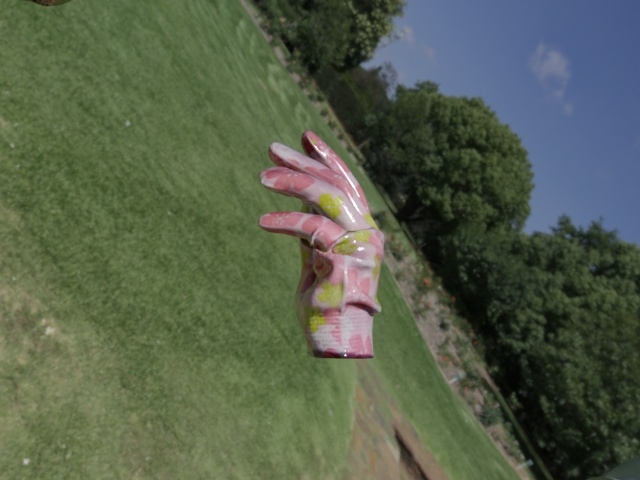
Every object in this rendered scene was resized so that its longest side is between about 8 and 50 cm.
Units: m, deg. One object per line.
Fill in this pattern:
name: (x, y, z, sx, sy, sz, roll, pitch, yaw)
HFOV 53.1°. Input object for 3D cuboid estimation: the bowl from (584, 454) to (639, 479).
bowl: (0.323, 0.345, 0.604, 0.185, 0.354, 0.354, 27, 10, -1)

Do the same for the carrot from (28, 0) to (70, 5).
carrot: (-0.214, -0.255, 0.536, 0.082, 0.082, 0.173, 56, -32, -13)

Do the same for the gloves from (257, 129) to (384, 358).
gloves: (0.011, -0.001, 0.675, 0.145, 0.126, 0.242, 19, 71, -65)
